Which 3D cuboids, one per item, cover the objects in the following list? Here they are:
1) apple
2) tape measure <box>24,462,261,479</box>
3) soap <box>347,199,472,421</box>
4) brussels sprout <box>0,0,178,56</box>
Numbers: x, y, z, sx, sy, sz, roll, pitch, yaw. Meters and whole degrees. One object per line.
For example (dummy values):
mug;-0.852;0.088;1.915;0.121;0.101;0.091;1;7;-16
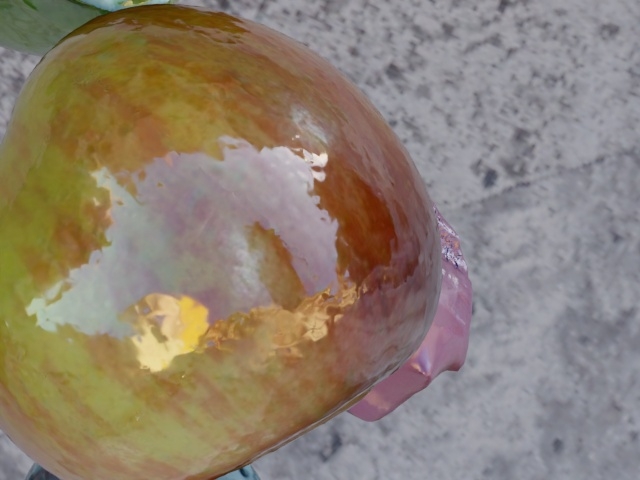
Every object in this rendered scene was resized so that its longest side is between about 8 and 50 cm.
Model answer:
apple;-0.080;0.000;0.832;0.301;0.301;0.301;-12;117;-26
tape measure;-0.137;0.273;1.134;0.147;0.275;0.256;-7;120;-42
soap;0.000;0.000;1.234;0.325;0.220;0.127;37;130;-26
brussels sprout;-0.280;-0.359;1.362;0.276;0.315;0.371;-34;124;-30
